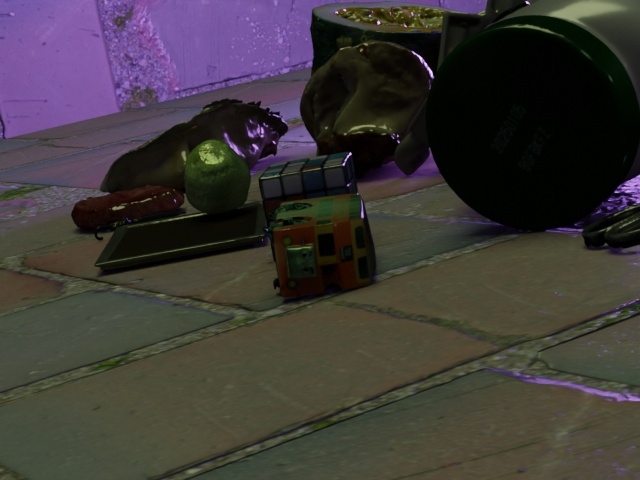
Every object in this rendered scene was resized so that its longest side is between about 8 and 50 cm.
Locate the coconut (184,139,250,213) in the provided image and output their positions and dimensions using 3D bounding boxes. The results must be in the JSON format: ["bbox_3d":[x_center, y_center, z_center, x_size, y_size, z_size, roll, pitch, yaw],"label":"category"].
[{"bbox_3d":[-0.126,-0.074,1.942,0.088,0.096,0.087,-3,50,4],"label":"coconut"}]

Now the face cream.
[{"bbox_3d":[0.275,-0.161,1.672,0.312,0.219,0.357,-23,7,34],"label":"face cream"}]

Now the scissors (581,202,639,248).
[{"bbox_3d":[0.379,-0.051,1.470,0.300,0.022,0.109,-21,9,-19],"label":"scissors"}]

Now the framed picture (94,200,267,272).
[{"bbox_3d":[-0.156,-0.006,1.876,0.197,0.014,0.252,-11,10,1],"label":"framed picture"}]

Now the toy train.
[{"bbox_3d":[0.000,0.000,1.528,0.099,0.072,0.188,-10,11,4],"label":"toy train"}]

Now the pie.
[{"bbox_3d":[-0.257,-0.045,2.118,0.155,0.036,0.154,-10,11,2],"label":"pie"}]

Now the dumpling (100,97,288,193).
[{"bbox_3d":[-0.155,-0.130,2.341,0.332,0.086,0.166,-19,-19,-38],"label":"dumpling"}]

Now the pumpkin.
[{"bbox_3d":[0.121,-0.247,2.408,0.293,0.196,0.263,-10,21,-37],"label":"pumpkin"}]

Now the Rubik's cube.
[{"bbox_3d":[-0.008,-0.036,1.672,0.092,0.092,0.092,-9,10,7],"label":"Rubik's cube"}]

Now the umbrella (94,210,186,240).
[{"bbox_3d":[-0.228,-0.027,2.036,0.022,0.022,0.149,19,28,41],"label":"umbrella"}]

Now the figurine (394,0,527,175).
[{"bbox_3d":[0.241,-0.211,2.021,0.343,0.167,0.285,-15,-16,5],"label":"figurine"}]

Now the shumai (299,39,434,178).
[{"bbox_3d":[0.068,-0.158,2.104,0.201,0.201,0.120,-12,38,-5],"label":"shumai"}]
